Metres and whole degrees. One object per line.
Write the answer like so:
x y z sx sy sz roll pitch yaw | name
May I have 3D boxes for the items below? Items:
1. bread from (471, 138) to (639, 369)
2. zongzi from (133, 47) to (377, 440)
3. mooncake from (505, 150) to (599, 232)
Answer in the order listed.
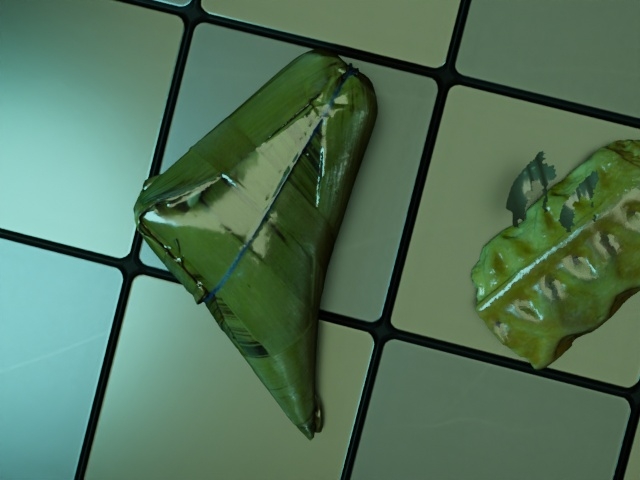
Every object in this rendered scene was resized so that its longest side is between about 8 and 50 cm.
0.244 0.006 1.392 0.232 0.088 0.128 -42 81 9 | bread
0.000 0.000 1.396 0.260 0.123 0.289 -40 98 1 | zongzi
0.332 -0.044 1.323 0.347 0.057 0.150 14 66 -17 | mooncake
